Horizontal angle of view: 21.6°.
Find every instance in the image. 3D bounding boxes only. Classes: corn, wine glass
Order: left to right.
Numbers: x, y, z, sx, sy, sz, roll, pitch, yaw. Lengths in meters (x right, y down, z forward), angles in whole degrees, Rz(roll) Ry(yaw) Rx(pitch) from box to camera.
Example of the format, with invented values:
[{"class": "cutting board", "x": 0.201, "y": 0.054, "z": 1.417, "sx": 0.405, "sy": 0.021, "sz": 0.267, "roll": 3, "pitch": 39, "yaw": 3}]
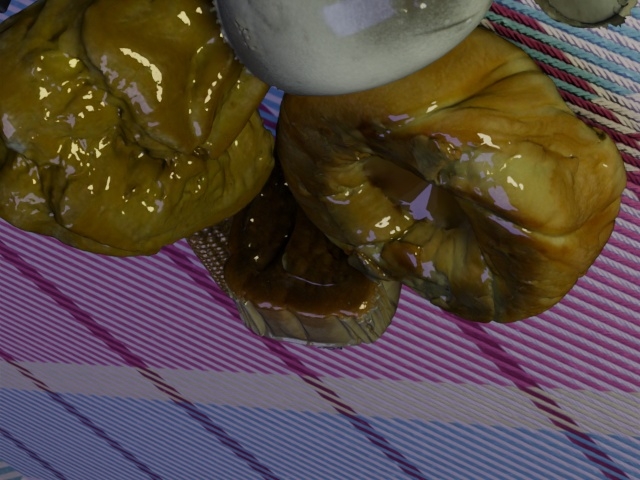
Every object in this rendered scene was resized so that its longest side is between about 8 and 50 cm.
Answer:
[{"class": "corn", "x": -0.120, "y": -0.008, "z": 2.074, "sx": 0.101, "sy": 0.101, "sz": 0.292, "roll": 11, "pitch": 149, "yaw": 35}, {"class": "wine glass", "x": 0.075, "y": -0.222, "z": 1.323, "sx": 0.190, "sy": 0.190, "sz": 0.357, "roll": 43, "pitch": 150, "yaw": -28}]

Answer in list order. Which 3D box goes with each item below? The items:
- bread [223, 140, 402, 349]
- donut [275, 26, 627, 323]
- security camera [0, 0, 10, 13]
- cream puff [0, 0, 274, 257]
[{"class": "bread", "x": -0.001, "y": 0.001, "z": 1.824, "sx": 0.192, "sy": 0.210, "sz": 0.110, "roll": 9, "pitch": 159, "yaw": 19}, {"class": "donut", "x": 0.123, "y": -0.067, "z": 1.617, "sx": 0.360, "sy": 0.170, "sz": 0.360, "roll": 29, "pitch": 154, "yaw": 15}, {"class": "security camera", "x": -0.287, "y": -0.318, "z": 1.487, "sx": 0.197, "sy": 0.191, "sz": 0.277, "roll": 27, "pitch": 175, "yaw": -28}, {"class": "cream puff", "x": -0.147, "y": -0.137, "z": 1.541, "sx": 0.270, "sy": 0.323, "sz": 0.274, "roll": 55, "pitch": 145, "yaw": -6}]
